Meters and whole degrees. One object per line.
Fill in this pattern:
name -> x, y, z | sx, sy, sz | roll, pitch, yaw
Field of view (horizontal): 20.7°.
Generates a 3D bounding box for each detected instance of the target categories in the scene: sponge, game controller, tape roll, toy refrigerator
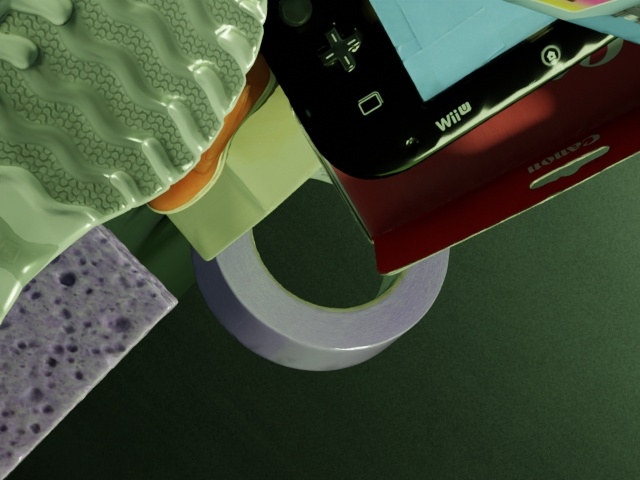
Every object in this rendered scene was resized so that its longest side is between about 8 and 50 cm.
sponge -> -0.201, 0.071, 1.073 | 0.210, 0.117, 0.031 | -45, -179, 4
game controller -> 0.110, -0.175, 1.101 | 0.319, 0.166, 0.067 | -32, -171, -7
tape roll -> 0.000, 0.000, 1.924 | 0.275, 0.275, 0.090 | -45, 180, -26
toy refrigerator -> -0.040, -0.098, 1.669 | 0.102, 0.094, 0.269 | -37, -176, 42

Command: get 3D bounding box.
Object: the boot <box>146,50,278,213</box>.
boot -> -0.096, -0.078, 1.273 | 0.158, 0.059, 0.084 | -55, 172, 26

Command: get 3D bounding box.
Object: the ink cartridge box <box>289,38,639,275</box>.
ink cartridge box -> 0.138, -0.139, 1.267 | 0.309, 0.130, 0.272 | -28, -157, 8

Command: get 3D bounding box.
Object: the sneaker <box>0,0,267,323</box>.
sneaker -> -0.141, -0.035, 0.716 | 0.281, 0.105, 0.115 | -47, -151, -7

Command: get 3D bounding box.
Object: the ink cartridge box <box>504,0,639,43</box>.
ink cartridge box -> 0.307, -0.197, 0.966 | 0.395, 0.151, 0.270 | 7, 164, -41
